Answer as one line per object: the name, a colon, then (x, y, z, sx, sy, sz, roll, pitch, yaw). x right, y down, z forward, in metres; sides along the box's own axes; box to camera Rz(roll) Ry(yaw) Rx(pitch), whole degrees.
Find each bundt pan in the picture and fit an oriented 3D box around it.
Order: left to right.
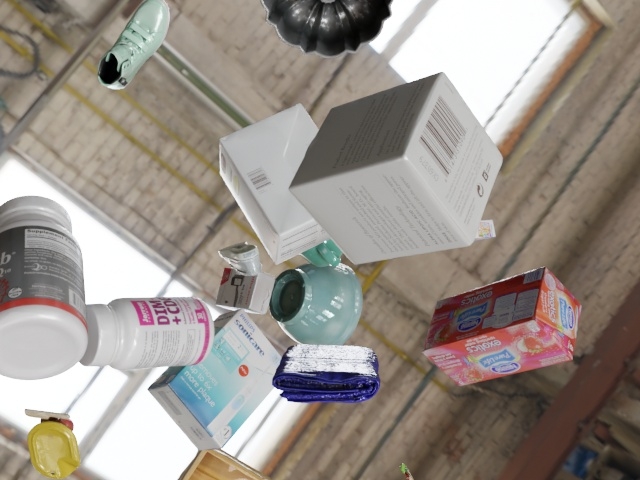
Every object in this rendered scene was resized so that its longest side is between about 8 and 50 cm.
bundt pan: (0.018, -0.620, 2.203, 0.331, 0.331, 0.124, -39, -158, 22)

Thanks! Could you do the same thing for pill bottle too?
pill bottle: (-0.593, 0.088, 1.868, 0.210, 0.210, 0.363, -40, -138, 20)
pill bottle: (-0.393, 0.205, 2.014, 0.160, 0.283, 0.160, -2, -93, 49)

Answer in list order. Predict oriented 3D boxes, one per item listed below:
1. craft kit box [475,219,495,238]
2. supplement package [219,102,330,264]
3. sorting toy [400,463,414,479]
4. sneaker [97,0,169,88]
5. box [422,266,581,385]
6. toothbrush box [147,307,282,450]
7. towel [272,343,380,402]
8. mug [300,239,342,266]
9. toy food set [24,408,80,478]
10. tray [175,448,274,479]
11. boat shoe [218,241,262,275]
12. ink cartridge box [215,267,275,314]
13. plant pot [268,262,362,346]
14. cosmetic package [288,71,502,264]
craft kit box: (0.305, -0.007, 2.496, 0.250, 0.247, 0.061, -14, -94, 49)
supplement package: (-0.069, -0.121, 1.939, 0.204, 0.262, 0.145, -26, 158, -17)
sorting toy: (0.181, 0.484, 1.851, 0.012, 0.083, 0.062, -28, -170, -1)
sneaker: (-0.455, -0.477, 2.212, 0.256, 0.094, 0.151, -58, -174, 10)
box: (0.328, 0.161, 1.652, 0.257, 0.122, 0.128, -24, -148, 42)
toothbrush box: (-0.252, 0.349, 2.294, 0.126, 0.216, 0.295, -21, -161, 50)
towel: (0.017, 0.299, 2.023, 0.308, 0.228, 0.076, -62, 154, -84)
mug: (0.001, -0.008, 2.343, 0.158, 0.097, 0.129, 7, -117, 48)
toy food set: (-0.678, 0.505, 2.330, 0.128, 0.217, 0.071, 1, -155, 1)
tray: (-0.191, 0.718, 2.400, 0.202, 0.411, 0.076, -57, -169, -3)
boat shoe: (-0.203, 0.053, 2.318, 0.079, 0.081, 0.227, -19, -170, -16)
ink cartridge box: (-0.204, 0.135, 2.446, 0.150, 0.063, 0.109, 3, -105, 46)
plant pot: (-0.039, 0.193, 2.876, 0.293, 0.196, 0.293, -18, -116, 41)
cosmetic package: (0.093, -0.083, 1.106, 0.184, 0.151, 0.151, -11, -139, 43)
